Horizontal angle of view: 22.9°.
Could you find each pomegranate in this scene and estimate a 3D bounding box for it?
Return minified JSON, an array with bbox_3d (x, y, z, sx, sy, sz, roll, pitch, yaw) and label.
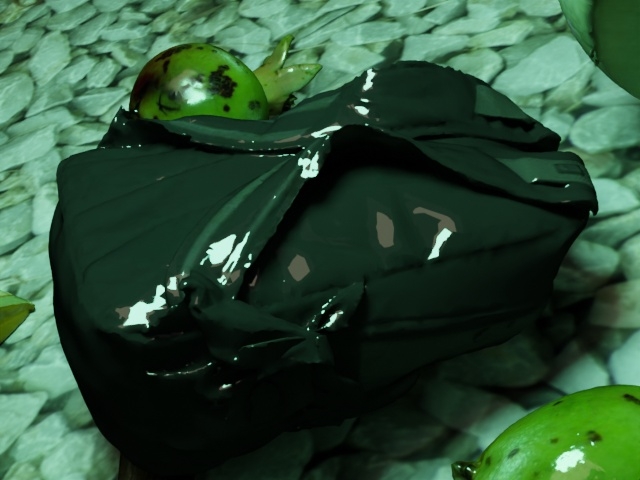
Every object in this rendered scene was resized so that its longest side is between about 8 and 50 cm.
[{"bbox_3d":[0.199,0.206,0.997,0.263,0.211,0.211,31,55,10],"label":"pomegranate"},{"bbox_3d":[-0.105,-0.152,1.646,0.220,0.156,0.156,-43,40,-22],"label":"pomegranate"}]

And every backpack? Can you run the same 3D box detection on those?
[{"bbox_3d":[0.000,0.000,1.298,0.446,0.254,0.363,-15,32,-13],"label":"backpack"}]

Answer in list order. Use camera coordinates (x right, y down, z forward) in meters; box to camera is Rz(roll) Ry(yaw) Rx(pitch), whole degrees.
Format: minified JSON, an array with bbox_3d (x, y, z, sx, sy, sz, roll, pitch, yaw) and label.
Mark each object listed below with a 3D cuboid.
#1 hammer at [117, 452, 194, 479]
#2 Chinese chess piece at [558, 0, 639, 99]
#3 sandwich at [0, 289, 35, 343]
[{"bbox_3d":[-0.136,0.267,1.177,0.242,0.095,0.408,-17,34,9],"label":"hammer"},{"bbox_3d":[0.371,-0.266,1.356,0.349,0.349,0.146,-16,45,10],"label":"Chinese chess piece"},{"bbox_3d":[-0.398,0.064,1.536,0.117,0.144,0.187,17,52,39],"label":"sandwich"}]
